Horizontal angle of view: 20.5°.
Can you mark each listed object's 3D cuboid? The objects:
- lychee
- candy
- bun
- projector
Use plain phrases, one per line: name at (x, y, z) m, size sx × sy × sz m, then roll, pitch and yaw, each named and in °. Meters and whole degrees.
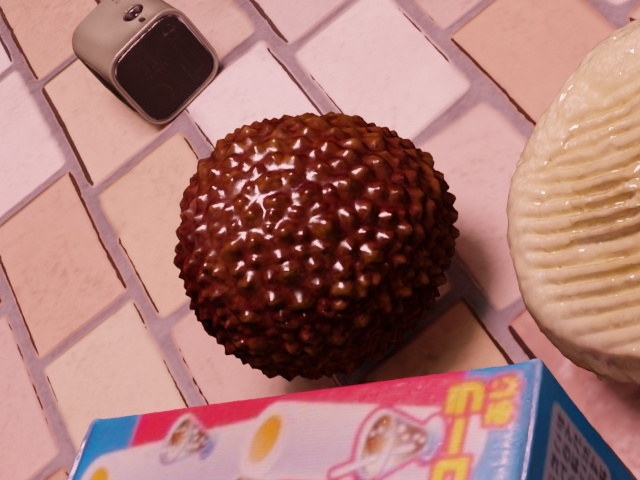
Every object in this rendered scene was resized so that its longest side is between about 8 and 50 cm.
lychee at (0.000, 0.000, 1.146) m, size 0.188 × 0.188 × 0.188 m, roll -22°, pitch 42°, yaw 22°
candy at (0.015, 0.162, 0.989) m, size 0.306 × 0.157 × 0.100 m, roll -12°, pitch 46°, yaw 32°
bun at (0.210, -0.018, 1.015) m, size 0.220 × 0.134 × 0.220 m, roll -13°, pitch 72°, yaw 44°
projector at (-0.147, -0.157, 1.481) m, size 0.083 × 0.083 × 0.082 m, roll -46°, pitch 39°, yaw -5°
